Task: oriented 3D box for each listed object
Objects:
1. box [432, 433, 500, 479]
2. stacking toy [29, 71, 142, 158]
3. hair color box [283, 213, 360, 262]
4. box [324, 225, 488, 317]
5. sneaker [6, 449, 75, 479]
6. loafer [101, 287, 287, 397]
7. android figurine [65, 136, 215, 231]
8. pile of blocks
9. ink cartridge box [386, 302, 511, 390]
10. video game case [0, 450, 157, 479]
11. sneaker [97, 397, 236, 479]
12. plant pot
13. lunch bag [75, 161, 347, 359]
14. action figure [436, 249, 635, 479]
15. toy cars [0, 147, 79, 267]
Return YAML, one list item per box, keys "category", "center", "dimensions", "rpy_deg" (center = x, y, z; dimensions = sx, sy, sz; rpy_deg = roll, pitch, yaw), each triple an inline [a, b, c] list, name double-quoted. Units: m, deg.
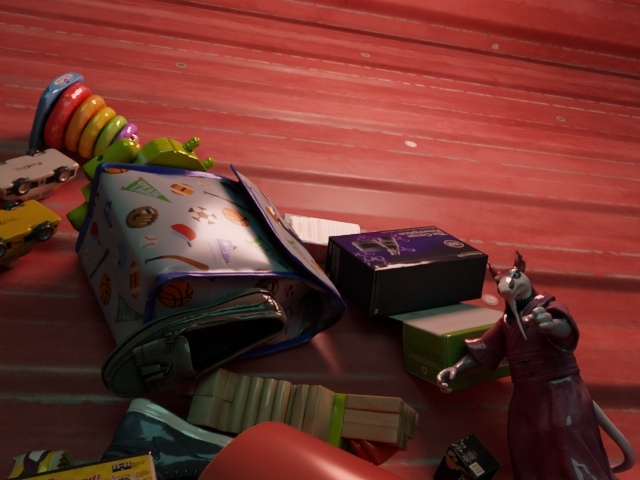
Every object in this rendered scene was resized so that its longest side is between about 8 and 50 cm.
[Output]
- category: "box"
  center: [0.216, 0.342, 0.952]
  dimensions: [0.052, 0.083, 0.062]
  rpy_deg: [-14, 45, -32]
- category: "stacking toy"
  center: [-0.476, -0.229, 1.442]
  dimensions: [0.302, 0.165, 0.175]
  rpy_deg: [29, 32, -6]
- category: "hair color box"
  center: [0.000, 0.000, 1.361]
  dimensions: [0.168, 0.053, 0.093]
  rpy_deg: [10, 37, -10]
- category: "box"
  center: [0.167, 0.053, 1.269]
  dimensions: [0.262, 0.103, 0.184]
  rpy_deg: [-6, 26, -27]
- category: "sneaker"
  center: [-0.362, 0.342, 0.771]
  dimensions: [0.084, 0.069, 0.185]
  rpy_deg: [-5, 38, 5]
- category: "loafer"
  center: [-0.172, 0.145, 0.896]
  dimensions: [0.268, 0.096, 0.084]
  rpy_deg: [-25, 25, -18]
- category: "android figurine"
  center: [-0.321, -0.089, 1.188]
  dimensions: [0.273, 0.248, 0.056]
  rpy_deg: [-37, 54, -2]
- category: "pile of blocks"
  center: [-0.038, 0.277, 0.945]
  dimensions: [0.363, 0.149, 0.112]
  rpy_deg: [9, 66, 4]
- category: "ink cartridge box"
  center: [0.229, 0.179, 1.183]
  dimensions: [0.189, 0.096, 0.255]
  rpy_deg: [-6, 7, -26]
- category: "video game case"
  center: [-0.293, 0.322, 0.637]
  dimensions: [0.275, 0.035, 0.248]
  rpy_deg: [-6, 20, -19]
- category: "sneaker"
  center: [-0.185, 0.323, 0.837]
  dimensions: [0.226, 0.086, 0.163]
  rpy_deg: [23, 41, 2]
- category: "plant pot"
  center: [-0.011, 0.351, 0.729]
  dimensions: [0.243, 0.274, 0.275]
  rpy_deg: [27, 36, 33]
- category: "lunch bag"
  center: [-0.176, 0.030, 1.116]
  dimensions: [0.386, 0.238, 0.327]
  rpy_deg: [3, 36, -38]
- category: "action figure"
  center: [0.343, 0.191, 0.948]
  dimensions: [0.276, 0.248, 0.369]
  rpy_deg: [-3, 77, -28]
- category: "toy cars"
  center: [-0.575, -0.059, 1.212]
  dimensions: [0.177, 0.087, 0.393]
  rpy_deg: [9, 33, -16]
